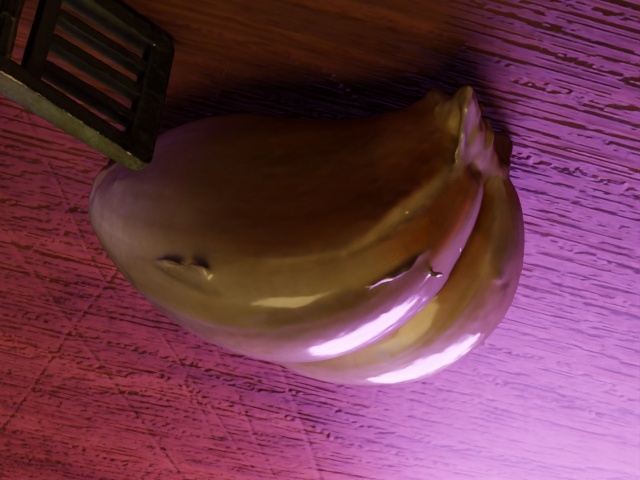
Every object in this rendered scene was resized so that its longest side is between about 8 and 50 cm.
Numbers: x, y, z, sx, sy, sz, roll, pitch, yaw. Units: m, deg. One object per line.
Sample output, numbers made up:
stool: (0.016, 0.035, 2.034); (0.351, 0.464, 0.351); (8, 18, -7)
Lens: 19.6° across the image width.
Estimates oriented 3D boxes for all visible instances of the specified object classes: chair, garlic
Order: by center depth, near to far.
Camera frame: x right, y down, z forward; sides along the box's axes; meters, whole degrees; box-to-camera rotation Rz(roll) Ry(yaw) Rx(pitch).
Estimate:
chair: (-0.256, -0.138, 1.305); (0.147, 0.136, 0.270); (-30, 128, 35)
garlic: (0.000, 0.000, 1.400); (0.313, 0.286, 0.249); (-16, 89, 15)
